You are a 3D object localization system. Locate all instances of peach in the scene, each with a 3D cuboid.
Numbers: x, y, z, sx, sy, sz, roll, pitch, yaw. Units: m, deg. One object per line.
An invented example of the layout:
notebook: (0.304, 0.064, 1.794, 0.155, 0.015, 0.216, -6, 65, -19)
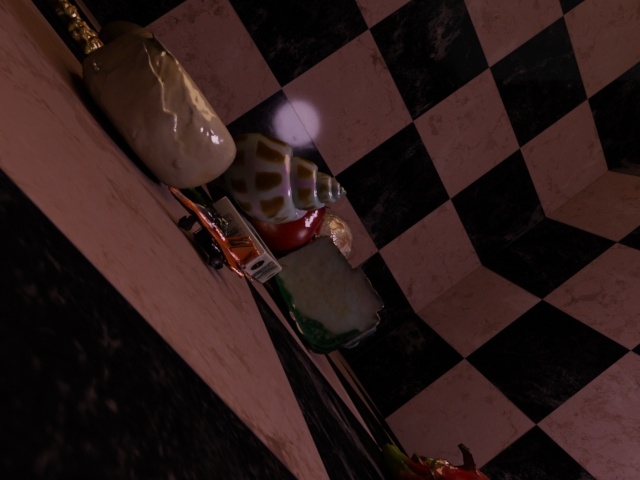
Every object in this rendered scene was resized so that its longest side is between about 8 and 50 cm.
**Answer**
peach: (-0.164, -0.056, 1.406, 0.361, 0.201, 0.258, 14, 5, 3)

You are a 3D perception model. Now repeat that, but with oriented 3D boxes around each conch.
conch: (-0.130, -0.144, 1.160, 0.368, 0.197, 0.249, 35, -11, 16)

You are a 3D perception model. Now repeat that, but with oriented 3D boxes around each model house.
model house: (0.013, 0.187, 1.390, 0.298, 0.243, 0.284, 57, -12, 17)

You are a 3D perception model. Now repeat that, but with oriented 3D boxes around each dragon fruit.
dragon fruit: (0.235, 0.474, 0.846, 0.269, 0.198, 0.200, 29, -11, 47)

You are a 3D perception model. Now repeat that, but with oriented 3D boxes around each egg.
egg: (0.000, 0.000, 1.610, 0.245, 0.203, 0.203, 16, 19, -33)

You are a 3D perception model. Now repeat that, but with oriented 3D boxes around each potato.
potato: (-0.514, -0.506, 1.286, 0.235, 0.160, 0.178, 36, -37, 47)

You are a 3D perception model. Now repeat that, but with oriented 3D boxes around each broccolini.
broccolini: (-0.257, -0.101, 1.007, 0.254, 0.057, 0.071, 55, -46, 30)

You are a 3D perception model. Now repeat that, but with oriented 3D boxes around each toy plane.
toy plane: (-0.162, -0.008, 0.677, 0.188, 0.062, 0.135, 40, 7, -43)

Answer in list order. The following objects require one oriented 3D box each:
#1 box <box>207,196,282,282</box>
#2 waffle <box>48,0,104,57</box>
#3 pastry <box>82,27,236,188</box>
box: (-0.182, 0.007, 1.144, 0.164, 0.069, 0.256, 53, -4, 11)
waffle: (-0.488, -0.422, 0.993, 0.192, 0.046, 0.160, 56, -3, -21)
pastry: (-0.246, -0.194, 0.724, 0.265, 0.133, 0.265, 53, -5, 7)
